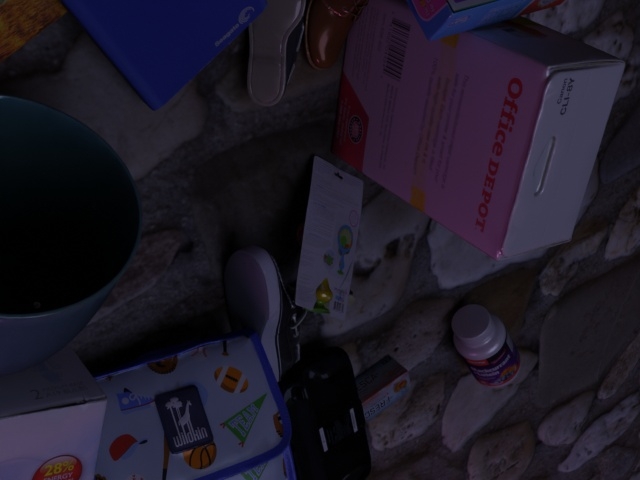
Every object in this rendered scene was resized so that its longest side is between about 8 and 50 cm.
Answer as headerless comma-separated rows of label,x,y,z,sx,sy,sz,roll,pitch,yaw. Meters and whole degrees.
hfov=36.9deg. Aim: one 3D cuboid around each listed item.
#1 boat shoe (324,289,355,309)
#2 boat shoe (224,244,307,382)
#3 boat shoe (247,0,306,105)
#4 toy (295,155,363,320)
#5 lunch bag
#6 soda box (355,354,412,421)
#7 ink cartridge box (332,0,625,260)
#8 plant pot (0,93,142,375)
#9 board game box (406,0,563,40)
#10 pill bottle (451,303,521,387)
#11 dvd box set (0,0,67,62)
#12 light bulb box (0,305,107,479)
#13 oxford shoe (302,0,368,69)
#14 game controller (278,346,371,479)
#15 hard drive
boat shoe,-0.001,0.092,1.630,0.133,0.042,0.049,2,141,-41
boat shoe,-0.074,0.113,1.529,0.105,0.113,0.306,-33,137,-29
boat shoe,-0.060,-0.291,1.323,0.065,0.075,0.206,-62,164,-70
toy,0.000,0.000,1.525,0.137,0.056,0.237,23,67,-51
lunch bag,-0.214,0.351,1.468,0.328,0.239,0.385,-15,108,-25
soda box,0.084,0.300,1.824,0.183,0.063,0.058,-31,132,-20
ink cartridge box,0.204,-0.184,1.365,0.160,0.385,0.279,-13,125,-34
plant pot,-0.374,0.021,1.086,0.293,0.293,0.235,-13,152,-35
board game box,0.171,-0.431,1.247,0.242,0.316,0.064,-21,168,-29
pill bottle,0.333,0.211,1.947,0.108,0.108,0.193,-45,137,-8
dvd box set,-0.320,-0.392,1.013,0.420,0.062,0.307,-41,137,-12
light bulb box,-0.494,0.311,1.215,0.358,0.225,0.361,-7,122,-37
oxford shoe,0.033,-0.335,1.347,0.076,0.076,0.212,-3,121,-41
game controller,0.007,0.343,1.719,0.166,0.067,0.319,-33,127,-33
hard drive,-0.191,-0.307,1.122,0.210,0.040,0.318,-45,155,-5
